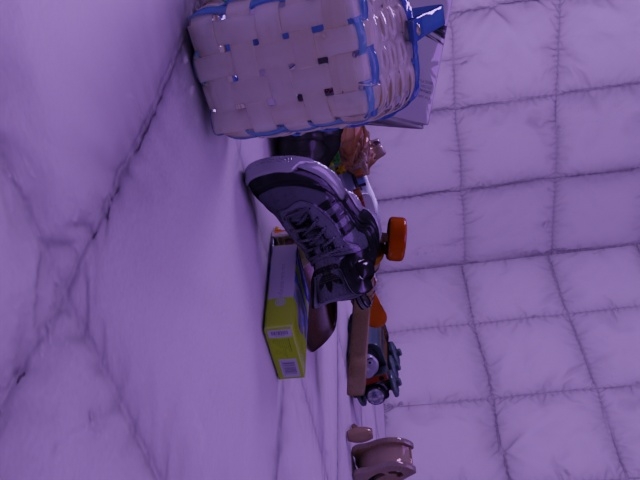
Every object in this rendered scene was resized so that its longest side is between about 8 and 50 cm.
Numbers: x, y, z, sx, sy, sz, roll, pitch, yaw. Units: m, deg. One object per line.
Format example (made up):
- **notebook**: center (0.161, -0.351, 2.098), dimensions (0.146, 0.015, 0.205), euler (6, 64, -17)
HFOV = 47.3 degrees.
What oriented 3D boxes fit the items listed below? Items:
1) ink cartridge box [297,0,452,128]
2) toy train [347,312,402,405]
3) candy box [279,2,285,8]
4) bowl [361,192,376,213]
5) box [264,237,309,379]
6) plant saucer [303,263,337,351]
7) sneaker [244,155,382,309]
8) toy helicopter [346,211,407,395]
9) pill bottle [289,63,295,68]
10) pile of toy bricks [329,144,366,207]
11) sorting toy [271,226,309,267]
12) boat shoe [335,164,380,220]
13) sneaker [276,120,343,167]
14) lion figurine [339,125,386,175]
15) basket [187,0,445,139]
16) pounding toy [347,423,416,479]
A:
- **ink cartridge box**: center (0.106, -0.426, 1.400), dimensions (0.285, 0.166, 0.395), euler (21, -77, 63)
- **toy train**: center (0.142, 0.323, 2.060), dimensions (0.334, 0.142, 0.190), euler (-71, 142, -71)
- **candy box**: center (-0.019, -0.407, 1.272), dimensions (0.196, 0.070, 0.165), euler (-55, 164, -69)
- **bowl**: center (0.081, -0.049, 1.948), dimensions (0.053, 0.142, 0.142), euler (-2, -78, 59)
- **box**: center (-0.045, 0.091, 1.020), dimensions (0.178, 0.042, 0.109), euler (-88, 170, -49)
- **plant saucer**: center (-0.010, 0.048, 1.353), dimensions (0.310, 0.050, 0.311), euler (-8, 90, -84)
- **sneaker**: center (0.000, 0.000, 0.972), dimensions (0.268, 0.101, 0.153), euler (33, 46, -46)
- **toy helicopter**: center (0.076, 0.120, 1.418), dimensions (0.235, 0.140, 0.355), euler (99, -4, -81)
- **pill bottle**: center (-0.066, -0.299, 1.128), dimensions (0.120, 0.067, 0.067), euler (-11, 95, -84)
- **pile of toy bricks**: center (0.019, -0.152, 1.457), dimensions (0.105, 0.118, 0.212), euler (64, 10, -70)
- **sorting toy**: center (-0.028, 0.008, 1.099), dimensions (0.045, 0.075, 0.083), euler (-89, 170, -49)
- **boat shoe**: center (0.086, -0.114, 2.088), dimensions (0.105, 0.113, 0.306), euler (124, -47, -59)
- **sneaker**: center (-0.026, -0.150, 1.267), dimensions (0.286, 0.109, 0.130), euler (-27, 119, -76)
- **lion figurine**: center (0.047, -0.294, 1.900), dimensions (0.392, 0.142, 0.240), euler (-4, 94, -65)
- **basket**: center (0.001, -0.224, 0.827), dimensions (0.289, 0.254, 0.201), euler (-50, 132, -65)
- **pounding toy**: center (0.157, 0.530, 1.822), dimensions (0.269, 0.154, 0.155), euler (77, 9, -47)
